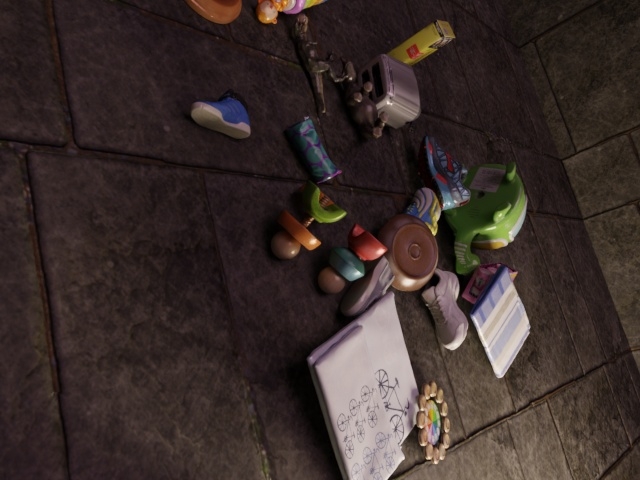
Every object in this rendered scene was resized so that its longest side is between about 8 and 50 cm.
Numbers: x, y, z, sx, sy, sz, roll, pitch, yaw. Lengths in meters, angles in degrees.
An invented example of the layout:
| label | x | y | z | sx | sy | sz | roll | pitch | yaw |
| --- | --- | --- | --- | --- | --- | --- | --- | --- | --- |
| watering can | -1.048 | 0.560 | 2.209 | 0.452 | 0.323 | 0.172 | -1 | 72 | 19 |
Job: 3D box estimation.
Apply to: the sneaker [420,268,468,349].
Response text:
| label | x | y | z | sx | sy | sz | roll | pitch | yaw |
| --- | --- | --- | --- | --- | --- | --- | --- | --- | --- |
| sneaker | 0.309 | 0.173 | 1.526 | 0.115 | 0.090 | 0.232 | 24 | 44 | -33 |

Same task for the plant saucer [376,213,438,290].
| label | x | y | z | sx | sy | sz | roll | pitch | yaw |
| --- | --- | --- | --- | --- | --- | --- | --- | --- | --- |
| plant saucer | 0.229 | 0.029 | 1.474 | 0.199 | 0.036 | 0.198 | 3 | 83 | -28 |

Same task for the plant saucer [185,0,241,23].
| label | x | y | z | sx | sy | sz | roll | pitch | yaw |
| --- | --- | --- | --- | --- | --- | --- | --- | --- | --- |
| plant saucer | -0.250 | -0.581 | 1.299 | 0.200 | 0.037 | 0.200 | 28 | 50 | -39 |

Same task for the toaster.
| label | x | y | z | sx | sy | sz | roll | pitch | yaw |
| --- | --- | --- | --- | --- | --- | --- | --- | --- | --- |
| toaster | 0.194 | -0.421 | 1.672 | 0.146 | 0.129 | 0.227 | 14 | 62 | -41 |

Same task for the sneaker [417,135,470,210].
| label | x | y | z | sx | sy | sz | roll | pitch | yaw |
| --- | --- | --- | --- | --- | --- | --- | --- | --- | --- |
| sneaker | 0.365 | -0.199 | 1.720 | 0.125 | 0.104 | 0.262 | -6 | 60 | -10 |

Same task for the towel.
| label | x | y | z | sx | sy | sz | roll | pitch | yaw |
| --- | --- | --- | --- | --- | --- | --- | --- | --- | --- |
| towel | 0.515 | 0.233 | 1.671 | 0.209 | 0.034 | 0.285 | -49 | 126 | -26 |

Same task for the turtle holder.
| label | x | y | z | sx | sy | sz | roll | pitch | yaw |
| --- | --- | --- | --- | --- | --- | --- | --- | --- | --- |
| turtle holder | 0.505 | -0.065 | 1.757 | 0.227 | 0.243 | 0.320 | 52 | 31 | -45 |

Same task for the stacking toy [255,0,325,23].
| label | x | y | z | sx | sy | sz | roll | pitch | yaw |
| --- | --- | --- | --- | --- | --- | --- | --- | --- | --- |
| stacking toy | -0.072 | -0.641 | 1.480 | 0.175 | 0.166 | 0.302 | 52 | 54 | -23 |

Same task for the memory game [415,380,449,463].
| label | x | y | z | sx | sy | sz | roll | pitch | yaw |
| --- | --- | --- | --- | --- | --- | --- | --- | --- | --- |
| memory game | 0.262 | 0.418 | 1.350 | 0.186 | 0.012 | 0.186 | 24 | 61 | -53 |

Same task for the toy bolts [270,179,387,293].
| label | x | y | z | sx | sy | sz | roll | pitch | yaw |
| --- | --- | --- | --- | --- | --- | --- | --- | --- | --- |
| toy bolts | 0.000 | 0.000 | 1.242 | 0.228 | 0.158 | 0.218 | 41 | 2 | -15 |

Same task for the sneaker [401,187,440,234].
| label | x | y | z | sx | sy | sz | roll | pitch | yaw |
| --- | --- | --- | --- | --- | --- | --- | --- | --- | --- |
| sneaker | 0.255 | -0.063 | 1.575 | 0.126 | 0.091 | 0.240 | 32 | 49 | -35 |

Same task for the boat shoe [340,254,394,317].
| label | x | y | z | sx | sy | sz | roll | pitch | yaw |
| --- | --- | --- | --- | --- | --- | --- | --- | --- | --- |
| boat shoe | 0.119 | 0.117 | 1.321 | 0.081 | 0.079 | 0.227 | 53 | 36 | -9 |

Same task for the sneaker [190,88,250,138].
| label | x | y | z | sx | sy | sz | roll | pitch | yaw |
| --- | --- | --- | --- | --- | --- | --- | --- | --- | --- |
| sneaker | -0.199 | -0.266 | 1.165 | 0.152 | 0.058 | 0.084 | 15 | 65 | -50 |

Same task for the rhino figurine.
| label | x | y | z | sx | sy | sz | roll | pitch | yaw |
| --- | --- | --- | --- | --- | --- | --- | --- | --- | --- |
| rhino figurine | 0.102 | -0.381 | 1.567 | 0.073 | 0.106 | 0.243 | -26 | 90 | -12 |

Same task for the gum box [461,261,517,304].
| label | x | y | z | sx | sy | sz | roll | pitch | yaw |
| --- | --- | --- | --- | --- | --- | --- | --- | --- | --- |
| gum box | 0.504 | 0.130 | 1.743 | 0.062 | 0.107 | 0.188 | 35 | 22 | 33 |

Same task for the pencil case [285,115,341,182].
| label | x | y | z | sx | sy | sz | roll | pitch | yaw |
| --- | --- | --- | --- | --- | --- | --- | --- | --- | --- |
| pencil case | -0.016 | -0.208 | 1.350 | 0.070 | 0.064 | 0.151 | -31 | 96 | -28 |

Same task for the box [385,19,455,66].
| label | x | y | z | sx | sy | sz | roll | pitch | yaw |
| --- | --- | --- | --- | --- | --- | --- | --- | --- | --- |
| box | 0.286 | -0.580 | 1.778 | 0.087 | 0.232 | 0.058 | -21 | 87 | -54 |

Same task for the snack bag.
| label | x | y | z | sx | sy | sz | roll | pitch | yaw |
| --- | --- | --- | --- | --- | --- | --- | --- | --- | --- |
| snack bag | 0.115 | 0.310 | 1.193 | 0.342 | 0.037 | 0.323 | -29 | 105 | -52 |

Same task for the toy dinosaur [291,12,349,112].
| label | x | y | z | sx | sy | sz | roll | pitch | yaw |
| --- | --- | --- | --- | --- | --- | --- | --- | --- | --- |
| toy dinosaur | 0.002 | -0.451 | 1.511 | 0.118 | 0.064 | 0.268 | -12 | 80 | -37 |
